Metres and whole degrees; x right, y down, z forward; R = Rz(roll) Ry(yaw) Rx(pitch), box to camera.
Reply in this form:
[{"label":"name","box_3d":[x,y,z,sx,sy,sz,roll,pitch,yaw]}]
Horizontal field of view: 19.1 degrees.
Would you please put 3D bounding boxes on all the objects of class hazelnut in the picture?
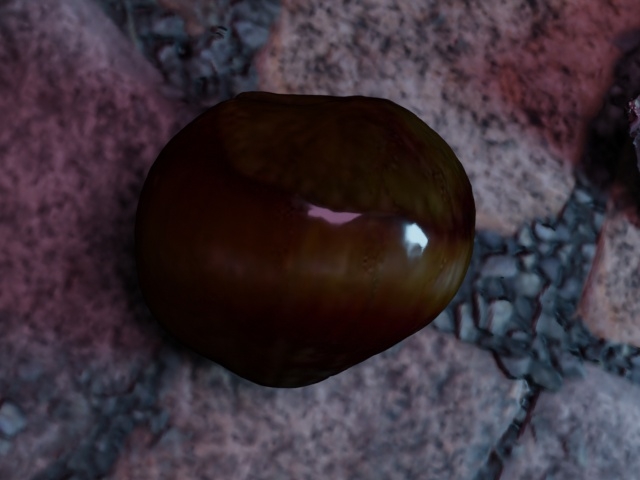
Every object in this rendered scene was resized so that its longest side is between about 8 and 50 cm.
[{"label":"hazelnut","box_3d":[0.000,0.000,1.070,0.204,0.178,0.178,-13,82,-54]}]

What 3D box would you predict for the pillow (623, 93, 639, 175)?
[{"label":"pillow","box_3d":[0.268,-0.091,1.231,0.185,0.043,0.118,-41,136,-23]}]
